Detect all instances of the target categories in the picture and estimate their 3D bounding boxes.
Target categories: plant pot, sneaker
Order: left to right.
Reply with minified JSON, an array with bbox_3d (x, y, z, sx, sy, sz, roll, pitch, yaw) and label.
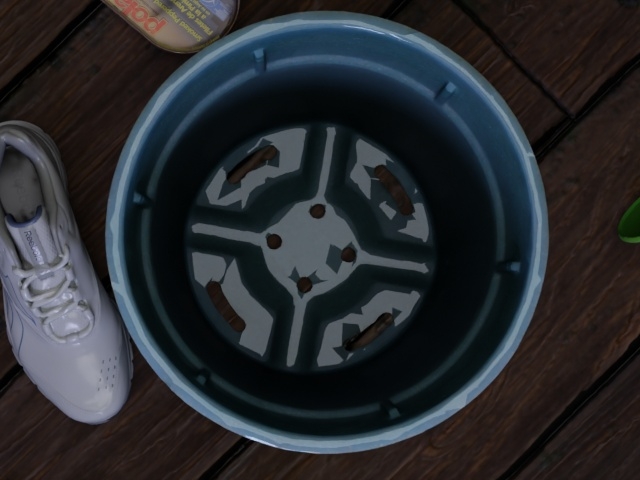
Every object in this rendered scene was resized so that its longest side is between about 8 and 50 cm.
[{"bbox_3d":[-0.255,0.031,1.540,0.111,0.129,0.297,-22,90,-6],"label":"sneaker"},{"bbox_3d":[0.000,0.000,1.452,0.341,0.334,0.341,0,87,-2],"label":"plant pot"}]

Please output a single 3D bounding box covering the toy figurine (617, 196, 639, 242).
[{"bbox_3d":[0.392,0.005,1.601,0.173,0.130,0.159,-45,105,-28],"label":"toy figurine"}]

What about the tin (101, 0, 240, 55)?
[{"bbox_3d":[-0.162,-0.255,1.604,0.189,0.040,0.106,41,82,0],"label":"tin"}]
